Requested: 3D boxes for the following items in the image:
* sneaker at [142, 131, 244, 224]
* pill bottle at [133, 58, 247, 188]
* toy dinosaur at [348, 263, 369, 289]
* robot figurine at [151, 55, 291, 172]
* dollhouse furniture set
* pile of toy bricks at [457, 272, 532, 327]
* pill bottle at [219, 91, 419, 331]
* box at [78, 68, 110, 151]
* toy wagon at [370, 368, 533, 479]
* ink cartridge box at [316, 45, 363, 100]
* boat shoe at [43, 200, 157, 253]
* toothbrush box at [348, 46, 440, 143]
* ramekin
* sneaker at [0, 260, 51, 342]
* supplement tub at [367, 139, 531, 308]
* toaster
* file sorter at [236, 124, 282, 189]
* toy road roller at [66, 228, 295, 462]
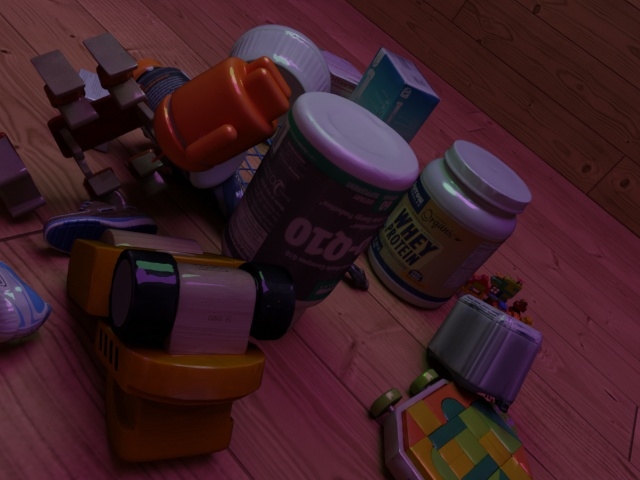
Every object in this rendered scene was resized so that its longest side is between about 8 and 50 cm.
[{"bbox_3d":[-0.241,-0.126,1.059,0.131,0.112,0.319,-20,61,-21],"label":"sneaker"},{"bbox_3d":[-0.250,-0.217,0.971,0.246,0.130,0.130,46,33,17],"label":"pill bottle"},{"bbox_3d":[0.000,0.000,1.131,0.268,0.064,0.118,28,39,-5],"label":"toy dinosaur"},{"bbox_3d":[-0.151,-0.181,0.801,0.128,0.219,0.158,19,50,-65],"label":"robot figurine"},{"bbox_3d":[-0.379,-0.158,0.827,0.259,0.262,0.135,-31,64,-22],"label":"dollhouse furniture set"},{"bbox_3d":[0.446,0.127,1.329,0.212,0.105,0.118,32,32,-5],"label":"pile of toy bricks"},{"bbox_3d":[-0.029,-0.026,0.848,0.204,0.361,0.204,24,34,-17],"label":"pill bottle"},{"bbox_3d":[-0.422,-0.242,1.016,0.087,0.102,0.101,16,36,-24],"label":"box"},{"bbox_3d":[0.243,0.335,0.900,0.344,0.068,0.267,-9,53,-48],"label":"toy wagon"},{"bbox_3d":[0.039,-0.496,1.718,0.207,0.119,0.353,16,27,-28],"label":"ink cartridge box"},{"bbox_3d":[-0.345,-0.023,0.842,0.066,0.066,0.183,45,23,25],"label":"boat shoe"},{"bbox_3d":[0.164,-0.340,1.507,0.126,0.296,0.216,16,35,-29],"label":"toothbrush box"},{"bbox_3d":[-0.116,-0.369,1.329,0.272,0.273,0.127,29,43,-10],"label":"ramekin"},{"bbox_3d":[-0.435,0.041,0.663,0.237,0.085,0.086,36,5,7],"label":"sneaker"},{"bbox_3d":[0.271,-0.033,1.177,0.228,0.316,0.228,24,33,-17],"label":"supplement tub"},{"bbox_3d":[0.299,0.195,0.994,0.129,0.147,0.227,26,3,-14],"label":"toaster"},{"bbox_3d":[-0.099,-0.141,1.121,0.104,0.170,0.118,-1,46,-38],"label":"file sorter"},{"bbox_3d":[-0.198,0.124,0.697,0.202,0.241,0.329,9,3,-35],"label":"toy road roller"}]
